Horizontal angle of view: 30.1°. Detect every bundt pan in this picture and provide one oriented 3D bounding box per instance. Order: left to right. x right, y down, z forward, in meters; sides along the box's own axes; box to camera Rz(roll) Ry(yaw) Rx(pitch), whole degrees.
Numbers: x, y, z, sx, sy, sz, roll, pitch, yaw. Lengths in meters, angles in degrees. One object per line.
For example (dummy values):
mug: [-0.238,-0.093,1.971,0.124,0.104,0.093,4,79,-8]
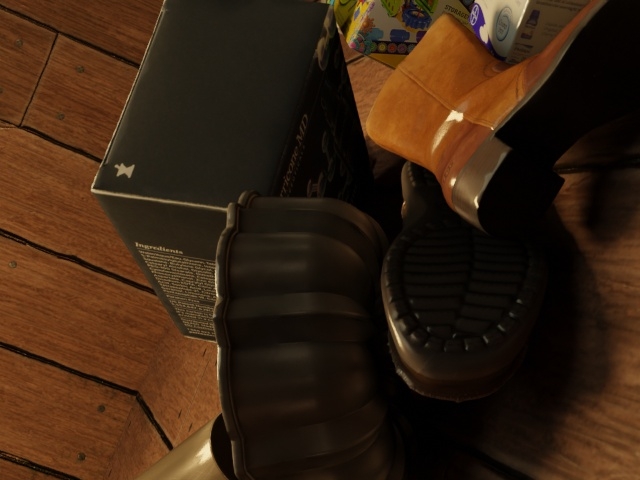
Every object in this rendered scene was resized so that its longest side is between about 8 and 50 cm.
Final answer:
bundt pan: [0.012,0.107,1.090,0.331,0.124,0.331,-8,-90,-77]

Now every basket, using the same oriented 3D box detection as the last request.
basket: [-0.141,0.319,1.528,0.227,0.204,0.154,-47,63,41]

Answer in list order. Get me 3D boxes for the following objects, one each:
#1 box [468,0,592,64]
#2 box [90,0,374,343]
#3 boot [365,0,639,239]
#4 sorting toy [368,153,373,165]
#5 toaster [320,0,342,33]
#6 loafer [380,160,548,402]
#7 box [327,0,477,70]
box: [0.210,-0.240,1.154,0.126,0.072,0.137,-104,27,-53]
box: [-0.087,-0.071,1.486,0.395,0.212,0.293,70,-148,-60]
boot: [0.172,-0.151,1.049,0.264,0.096,0.280,-59,25,12]
sorting toy: [0.000,0.000,1.702,0.126,0.127,0.365,-11,54,39]
toaster: [0.079,-0.435,2.020,0.168,0.110,0.186,-82,19,-50]
loafer: [0.127,0.041,1.049,0.366,0.134,0.130,-72,-17,-63]
box: [0.156,-0.343,1.408,0.279,0.177,0.290,-63,14,16]
